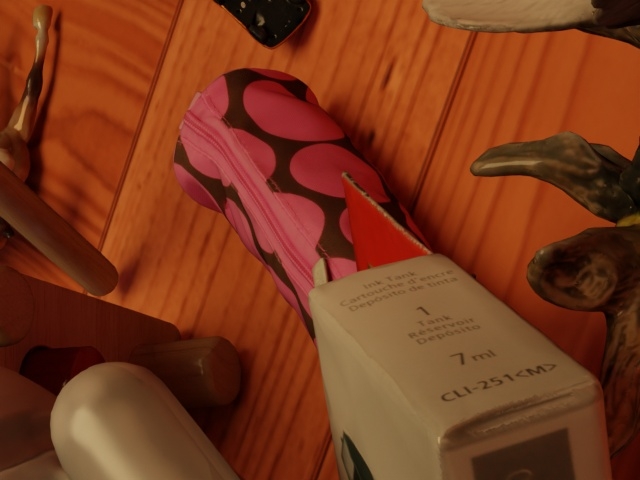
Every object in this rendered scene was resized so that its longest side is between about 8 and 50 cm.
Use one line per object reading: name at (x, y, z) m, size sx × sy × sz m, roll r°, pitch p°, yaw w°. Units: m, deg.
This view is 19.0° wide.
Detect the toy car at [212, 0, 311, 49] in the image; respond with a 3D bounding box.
toy car at (-0.017, -0.160, 1.018) m, size 0.122 × 0.060 × 0.040 m, roll -64°, pitch -7°, yaw -7°

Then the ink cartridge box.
ink cartridge box at (0.043, 0.135, 0.693) m, size 0.239 × 0.060 × 0.275 m, roll -137°, pitch 34°, yaw -64°

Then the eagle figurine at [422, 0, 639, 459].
eagle figurine at (0.189, -0.084, 0.617) m, size 0.298 × 0.225 × 0.226 m, roll 122°, pitch 148°, yaw -40°

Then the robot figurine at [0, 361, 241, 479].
robot figurine at (-0.111, 0.181, 0.672) m, size 0.353 × 0.200 × 0.300 m, roll 44°, pitch 112°, yaw 15°

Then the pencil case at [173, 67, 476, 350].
pencil case at (0.000, 0.000, 0.894) m, size 0.095 × 0.098 × 0.209 m, roll -61°, pitch 41°, yaw 21°

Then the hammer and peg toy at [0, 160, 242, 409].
hammer and peg toy at (-0.137, 0.092, 0.937) m, size 0.127 × 0.266 × 0.361 m, roll -9°, pitch 73°, yaw 27°

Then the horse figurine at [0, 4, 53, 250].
horse figurine at (-0.248, -0.047, 1.240) m, size 0.263 × 0.066 × 0.174 m, roll -19°, pitch 62°, yaw 47°
